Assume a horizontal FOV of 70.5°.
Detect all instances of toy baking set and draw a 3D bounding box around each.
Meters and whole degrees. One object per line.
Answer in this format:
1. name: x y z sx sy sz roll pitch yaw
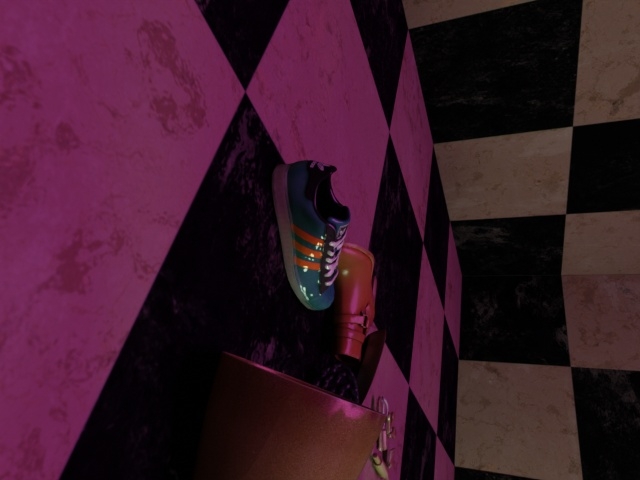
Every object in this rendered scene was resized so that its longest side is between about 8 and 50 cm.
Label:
1. toy baking set: 0.184 0.577 1.332 0.256 0.030 0.197 65 29 -42

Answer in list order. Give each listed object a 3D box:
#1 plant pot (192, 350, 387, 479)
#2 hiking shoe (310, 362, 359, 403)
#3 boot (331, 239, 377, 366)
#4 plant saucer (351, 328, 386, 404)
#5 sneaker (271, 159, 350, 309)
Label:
1. plant pot: -0.068 0.304 0.581 0.237 0.237 0.254 46 61 -56
2. hiking shoe: 0.012 0.398 0.889 0.132 0.113 0.304 88 10 -67
3. boot: 0.052 0.142 1.003 0.283 0.109 0.220 64 36 -56
4. plant saucer: 0.105 0.299 1.083 0.198 0.036 0.199 22 90 -86
5. sneaker: 0.000 0.000 0.848 0.108 0.121 0.302 -50 133 -57
